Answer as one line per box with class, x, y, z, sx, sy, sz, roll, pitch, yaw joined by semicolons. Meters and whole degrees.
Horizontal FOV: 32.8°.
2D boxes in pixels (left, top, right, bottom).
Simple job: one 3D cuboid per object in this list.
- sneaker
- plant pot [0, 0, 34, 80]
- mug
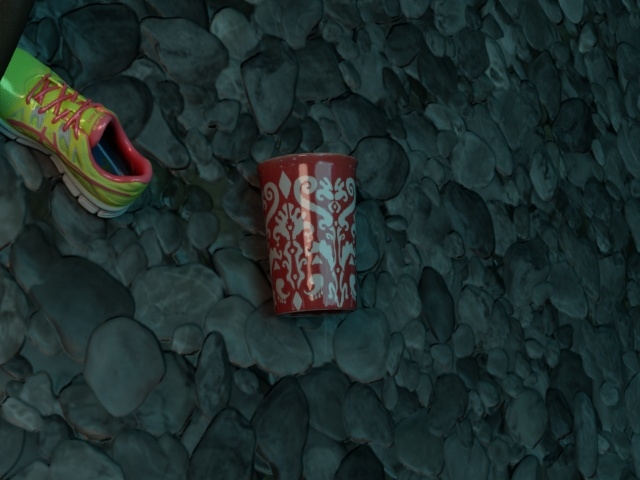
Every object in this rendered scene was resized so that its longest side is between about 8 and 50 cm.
sneaker;-0.238;-0.115;1.042;0.208;0.094;0.081;44;54;-21
plant pot;-0.334;-0.226;0.933;0.215;0.215;0.230;8;84;-40
mug;0.004;-0.002;1.216;0.150;0.113;0.169;4;78;-39
